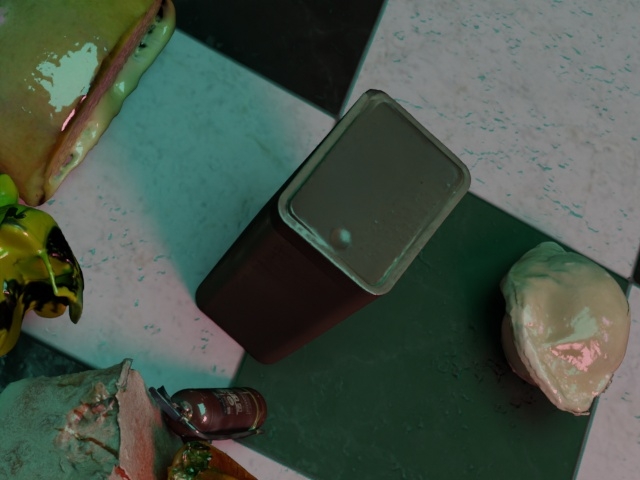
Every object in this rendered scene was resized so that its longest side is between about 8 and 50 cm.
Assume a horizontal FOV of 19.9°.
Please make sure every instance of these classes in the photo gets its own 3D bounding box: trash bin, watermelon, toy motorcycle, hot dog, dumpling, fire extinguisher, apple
[{"bbox_3d":[0.000,0.000,1.615,0.122,0.240,0.164,41,58,-5],"label":"trash bin"},{"bbox_3d":[-0.196,0.252,1.447,0.224,0.180,0.305,15,44,-13],"label":"watermelon"},{"bbox_3d":[-0.318,0.077,1.496,0.342,0.206,0.142,-62,146,-31],"label":"toy motorcycle"},{"bbox_3d":[-0.075,0.223,1.544,0.055,0.188,0.072,-39,52,3],"label":"hot dog"},{"bbox_3d":[0.229,0.076,1.770,0.136,0.118,0.199,32,39,-13],"label":"dumpling"},{"bbox_3d":[-0.094,0.149,1.573,0.064,0.043,0.158,48,14,17],"label":"fire extinguisher"},{"bbox_3d":[-0.255,-0.186,1.647,0.193,0.120,0.265,32,57,2],"label":"apple"}]
